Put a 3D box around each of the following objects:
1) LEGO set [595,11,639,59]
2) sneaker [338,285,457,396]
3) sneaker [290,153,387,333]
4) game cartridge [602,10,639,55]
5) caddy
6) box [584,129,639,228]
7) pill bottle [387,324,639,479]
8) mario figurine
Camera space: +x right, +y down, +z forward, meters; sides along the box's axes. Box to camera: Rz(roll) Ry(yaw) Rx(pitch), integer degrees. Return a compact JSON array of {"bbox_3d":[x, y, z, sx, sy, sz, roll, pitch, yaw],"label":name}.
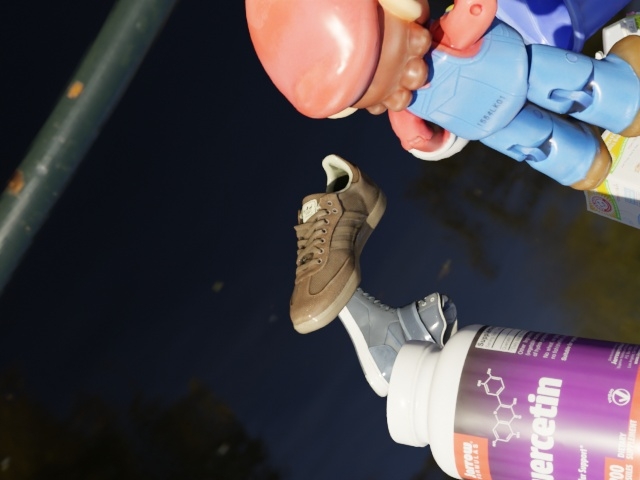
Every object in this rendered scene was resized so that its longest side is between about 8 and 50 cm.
[{"bbox_3d":[0.387,-0.212,1.414,0.287,0.132,0.107,-18,137,16],"label":"LEGO set"},{"bbox_3d":[0.113,0.102,1.675,0.163,0.226,0.086,-35,147,14],"label":"sneaker"},{"bbox_3d":[0.000,0.000,0.977,0.071,0.066,0.188,46,40,-20],"label":"sneaker"},{"bbox_3d":[0.587,-0.245,1.807,0.297,0.198,0.062,63,17,-11],"label":"game cartridge"},{"bbox_3d":[0.241,-0.374,1.325,0.179,0.241,0.341,-38,125,-4],"label":"caddy"},{"bbox_3d":[0.533,-0.086,1.768,0.103,0.203,0.114,-50,143,-22],"label":"box"},{"bbox_3d":[0.247,0.194,1.252,0.181,0.322,0.182,5,90,-66],"label":"pill bottle"},{"bbox_3d":[0.095,-0.157,0.841,0.320,0.170,0.198,17,100,-21],"label":"mario figurine"}]
